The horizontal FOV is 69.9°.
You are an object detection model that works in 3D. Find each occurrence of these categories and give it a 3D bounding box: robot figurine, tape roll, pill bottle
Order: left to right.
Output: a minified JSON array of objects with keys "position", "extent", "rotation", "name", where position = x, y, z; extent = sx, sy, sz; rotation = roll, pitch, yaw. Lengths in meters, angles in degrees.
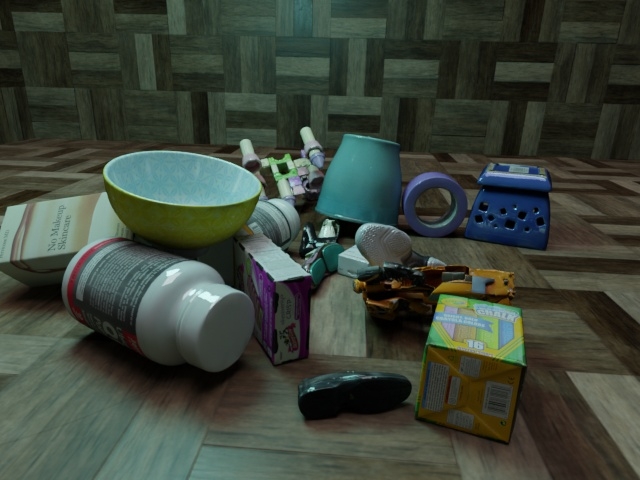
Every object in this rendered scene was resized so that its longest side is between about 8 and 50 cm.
[{"position":[-0.273,0.107,0.783],"extent":[0.319,0.176,0.176],"rotation":[14,23,31],"name":"pill bottle"},{"position":[-0.166,-0.009,1.132],"extent":[0.162,0.162,0.278],"rotation":[9,21,20],"name":"pill bottle"},{"position":[0.204,0.103,0.874],"extent":[0.291,0.085,0.211],"rotation":[0,-23,12],"name":"robot figurine"},{"position":[0.346,-0.110,1.404],"extent":[0.189,0.189,0.080],"rotation":[3,19,3],"name":"tape roll"}]

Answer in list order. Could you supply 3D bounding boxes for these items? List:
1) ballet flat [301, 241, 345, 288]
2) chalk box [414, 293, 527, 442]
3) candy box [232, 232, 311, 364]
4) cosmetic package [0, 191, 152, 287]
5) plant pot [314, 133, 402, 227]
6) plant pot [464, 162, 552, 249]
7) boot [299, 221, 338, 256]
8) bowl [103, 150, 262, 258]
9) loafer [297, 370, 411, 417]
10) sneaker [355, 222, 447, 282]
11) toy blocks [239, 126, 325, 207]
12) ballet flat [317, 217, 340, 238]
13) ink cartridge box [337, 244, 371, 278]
[{"position":[-0.012,0.059,1.102],"extent":[0.079,0.077,0.221],"rotation":[-11,14,26],"name":"ballet flat"},{"position":[0.233,0.173,0.706],"extent":[0.132,0.132,0.213],"rotation":[9,20,18],"name":"chalk box"},{"position":[-0.098,0.096,0.850],"extent":[0.071,0.159,0.233],"rotation":[-7,21,-25],"name":"candy box"},{"position":[-0.512,-0.005,0.991],"extent":[0.296,0.129,0.153],"rotation":[-9,62,3],"name":"cosmetic package"},{"position":[0.137,-0.196,1.449],"extent":[0.272,0.255,0.271],"rotation":[10,10,-2],"name":"plant pot"},{"position":[0.590,-0.119,1.415],"extent":[0.236,0.212,0.236],"rotation":[9,22,22],"name":"plant pot"},{"position":[0.000,-0.001,1.233],"extent":[0.099,0.045,0.121],"rotation":[-2,50,15],"name":"boot"},{"position":[-0.270,-0.057,0.908],"extent":[0.290,0.156,0.289],"rotation":[10,25,-5],"name":"bowl"},{"position":[0.049,0.216,0.680],"extent":[0.170,0.062,0.061],"rotation":[0,15,-9],"name":"loafer"},{"position":[0.155,0.040,1.023],"extent":[0.269,0.101,0.153],"rotation":[30,-7,-28],"name":"sneaker"},{"position":[-0.114,-0.191,1.632],"extent":[0.289,0.309,0.260],"rotation":[-14,56,-9],"name":"toy blocks"},{"position":[0.021,-0.022,1.321],"extent":[0.070,0.070,0.188],"rotation":[3,20,4],"name":"ballet flat"},{"position":[0.110,0.050,1.146],"extent":[0.089,0.052,0.122],"rotation":[14,25,30],"name":"ink cartridge box"}]
